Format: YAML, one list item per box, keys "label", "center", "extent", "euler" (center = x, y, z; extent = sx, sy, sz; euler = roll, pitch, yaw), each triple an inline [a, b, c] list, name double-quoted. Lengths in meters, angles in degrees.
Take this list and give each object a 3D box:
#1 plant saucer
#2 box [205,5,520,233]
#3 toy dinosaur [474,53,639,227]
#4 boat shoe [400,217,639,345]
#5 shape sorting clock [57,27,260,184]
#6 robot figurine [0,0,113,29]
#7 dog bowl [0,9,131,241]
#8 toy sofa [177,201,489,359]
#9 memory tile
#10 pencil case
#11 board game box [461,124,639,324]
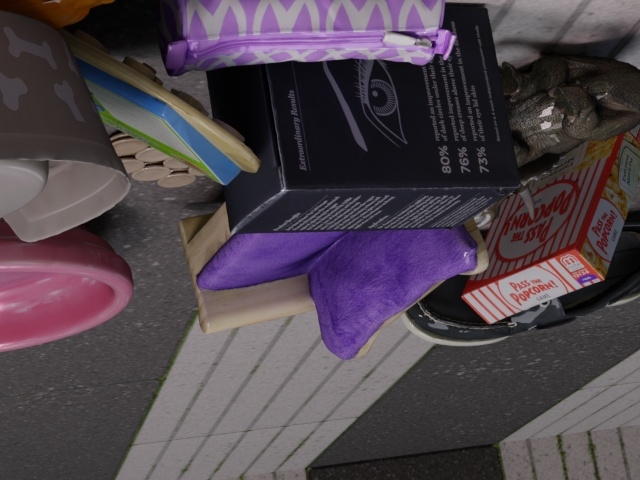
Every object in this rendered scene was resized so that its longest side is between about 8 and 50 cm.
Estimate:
- label: "plant saucer"
  center: [-0.349, 0.037, 1.721]
  extent: [0.332, 0.084, 0.332]
  euler: [-8, 164, -2]
- label: "box"
  center: [0.030, -0.093, 1.357]
  extent: [0.207, 0.153, 0.108]
  euler: [-1, 163, -25]
- label: "toy dinosaur"
  center: [0.204, -0.114, 1.513]
  extent: [0.160, 0.121, 0.313]
  euler: [-11, 165, -45]
- label: "boat shoe"
  center: [0.250, 0.036, 1.995]
  extent: [0.340, 0.127, 0.113]
  euler: [-4, 163, -24]
- label: "shape sorting clock"
  center: [-0.131, -0.105, 1.246]
  extent: [0.206, 0.040, 0.206]
  euler: [31, 171, 5]
- label: "robot figurine"
  center: [-0.235, -0.167, 1.059]
  extent: [0.291, 0.085, 0.211]
  euler: [-14, 164, 14]
- label: "dog bowl"
  center: [-0.297, -0.050, 1.093]
  extent: [0.348, 0.102, 0.349]
  euler: [-11, 171, -2]
- label: "toy sofa"
  center: [0.000, 0.000, 1.596]
  extent: [0.150, 0.177, 0.362]
  euler: [-11, 167, -22]
- label: "memory tile"
  center: [-0.133, -0.078, 1.572]
  extent: [0.113, 0.012, 0.148]
  euler: [-19, 161, 31]
- label: "pencil case"
  center: [-0.012, -0.154, 1.226]
  extent: [0.206, 0.088, 0.086]
  euler: [-4, 143, -14]
- label: "board game box"
  center: [0.224, -0.023, 1.674]
  extent: [0.045, 0.193, 0.146]
  euler: [43, 138, -20]
